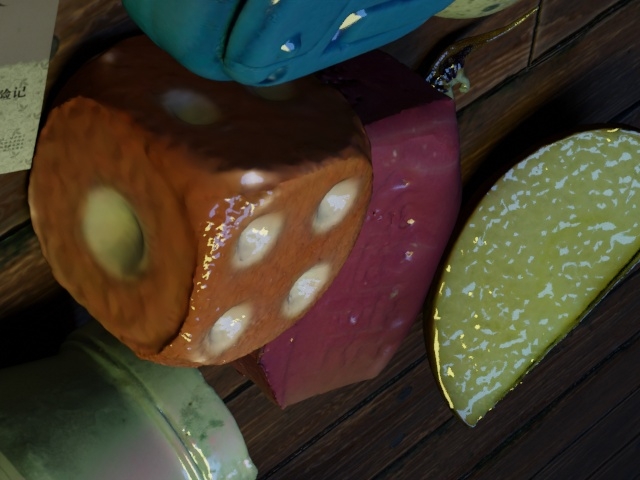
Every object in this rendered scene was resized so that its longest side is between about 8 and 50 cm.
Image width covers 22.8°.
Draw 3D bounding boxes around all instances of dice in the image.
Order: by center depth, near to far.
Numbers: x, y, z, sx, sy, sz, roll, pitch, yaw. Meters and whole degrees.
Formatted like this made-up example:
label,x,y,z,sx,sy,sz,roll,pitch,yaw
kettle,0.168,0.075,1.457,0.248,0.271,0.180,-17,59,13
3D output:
label,x,y,z,sx,sy,sz,roll,pitch,yaw
dice,-0.078,-0.034,1.090,0.179,0.175,0.174,-22,142,-41

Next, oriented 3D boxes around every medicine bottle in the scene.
label,x,y,z,sx,sy,sz,roll,pitch,yaw
medicine bottle,-0.211,0.203,1.135,0.290,0.245,0.245,-37,151,-26

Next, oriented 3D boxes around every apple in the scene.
label,x,y,z,sx,sy,sz,roll,pitch,yaw
apple,0.222,0.021,1.618,0.346,0.179,0.254,-47,141,0

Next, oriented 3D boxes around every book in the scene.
label,x,y,z,sx,sy,sz,roll,pitch,yaw
book,-0.219,-0.102,0.937,0.127,0.014,0.182,-11,137,-31

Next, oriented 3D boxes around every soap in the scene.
label,x,y,z,sx,sy,sz,roll,pitch,yaw
soap,0.000,0.000,1.302,0.220,0.127,0.325,-16,141,-39

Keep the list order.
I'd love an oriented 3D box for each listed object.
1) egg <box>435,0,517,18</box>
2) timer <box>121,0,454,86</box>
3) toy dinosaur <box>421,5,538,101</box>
label,x,y,z,sx,sy,sz,roll,pitch,yaw
egg,0.109,-0.235,1.158,0.181,0.141,0.141,-28,147,-52
timer,0.054,-0.229,0.813,0.309,0.115,0.340,-31,160,-55
toy dinosaur,0.114,-0.146,1.387,0.180,0.037,0.058,-41,157,-14
